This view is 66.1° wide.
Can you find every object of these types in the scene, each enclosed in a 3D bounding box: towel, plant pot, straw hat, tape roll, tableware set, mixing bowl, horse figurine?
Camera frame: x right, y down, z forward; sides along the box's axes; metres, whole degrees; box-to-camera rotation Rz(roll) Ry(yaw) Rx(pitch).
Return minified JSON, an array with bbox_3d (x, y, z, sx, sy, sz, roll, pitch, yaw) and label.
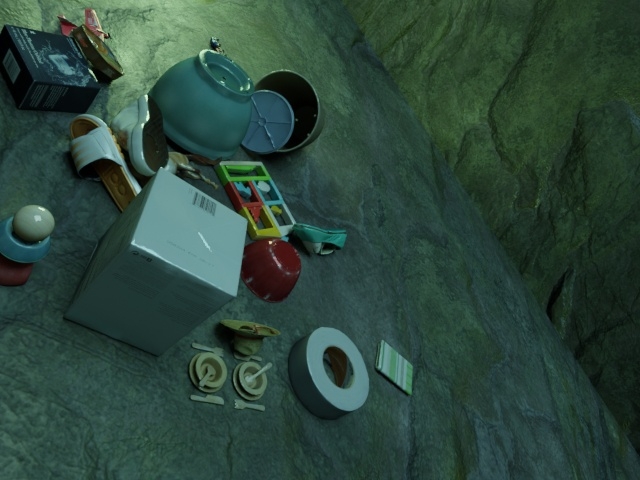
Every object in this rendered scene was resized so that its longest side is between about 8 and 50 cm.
[{"bbox_3d":[0.225,0.388,1.499,0.152,0.023,0.113,43,36,-19],"label":"towel"},{"bbox_3d":[-0.087,-0.420,1.693,0.257,0.256,0.274,57,16,6],"label":"plant pot"},{"bbox_3d":[-0.163,0.225,1.114,0.144,0.144,0.061,15,88,-44],"label":"straw hat"},{"bbox_3d":[0.023,0.333,1.245,0.219,0.072,0.219,32,39,-30],"label":"tape roll"},{"bbox_3d":[-0.188,0.287,1.051,0.194,0.039,0.128,24,42,-37],"label":"tableware set"},{"bbox_3d":[-0.308,-0.400,1.380,0.293,0.196,0.293,30,34,-23],"label":"plant pot"},{"bbox_3d":[-0.118,0.062,1.300,0.181,0.098,0.182,31,39,-29],"label":"mixing bowl"},{"bbox_3d":[-0.364,-0.164,1.215,0.174,0.066,0.263,35,40,12],"label":"horse figurine"}]

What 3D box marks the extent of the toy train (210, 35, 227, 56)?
[{"bbox_3d":[-0.358,-0.665,1.754,0.036,0.027,0.158,-10,68,-43],"label":"toy train"}]

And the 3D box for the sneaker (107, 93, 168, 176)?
[{"bbox_3d":[-0.433,-0.228,1.152,0.290,0.123,0.106,-110,174,-47],"label":"sneaker"}]

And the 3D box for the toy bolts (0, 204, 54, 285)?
[{"bbox_3d":[-0.539,0.005,0.764,0.228,0.158,0.219,12,50,-46],"label":"toy bolts"}]

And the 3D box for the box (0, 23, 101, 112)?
[{"bbox_3d":[-0.610,-0.379,1.101,0.158,0.093,0.156,-16,73,-57],"label":"box"}]

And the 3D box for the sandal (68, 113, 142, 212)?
[{"bbox_3d":[-0.470,-0.155,1.057,0.265,0.102,0.076,56,30,1],"label":"sandal"}]

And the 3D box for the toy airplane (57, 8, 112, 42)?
[{"bbox_3d":[-0.627,-0.559,1.310,0.151,0.028,0.151,31,44,-34],"label":"toy airplane"}]

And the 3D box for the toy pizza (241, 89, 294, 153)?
[{"bbox_3d":[-0.179,-0.373,1.559,0.201,0.201,0.032,57,8,6],"label":"toy pizza"}]

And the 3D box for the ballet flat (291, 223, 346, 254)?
[{"bbox_3d":[0.000,0.000,1.518,0.247,0.083,0.087,6,94,-54],"label":"ballet flat"}]

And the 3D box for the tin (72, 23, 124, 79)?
[{"bbox_3d":[-0.551,-0.464,1.228,0.106,0.040,0.190,55,0,-2],"label":"tin"}]

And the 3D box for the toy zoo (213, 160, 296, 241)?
[{"bbox_3d":[-0.176,-0.105,1.446,0.192,0.030,0.293,-11,68,-55],"label":"toy zoo"}]

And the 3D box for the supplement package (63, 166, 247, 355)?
[{"bbox_3d":[-0.302,0.048,0.924,0.199,0.262,0.198,33,37,-29],"label":"supplement package"}]
